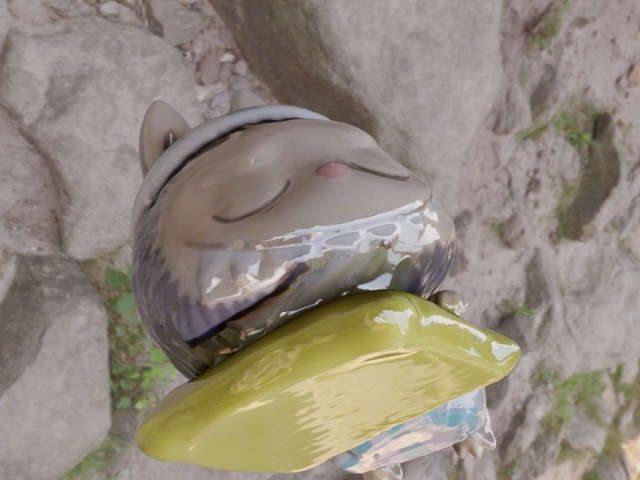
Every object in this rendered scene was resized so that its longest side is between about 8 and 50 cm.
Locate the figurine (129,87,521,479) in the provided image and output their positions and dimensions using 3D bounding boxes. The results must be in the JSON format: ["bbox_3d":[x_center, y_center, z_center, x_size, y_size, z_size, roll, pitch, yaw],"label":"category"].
[{"bbox_3d":[0.000,0.000,0.613,0.361,0.266,0.378,48,25,-54],"label":"figurine"}]
